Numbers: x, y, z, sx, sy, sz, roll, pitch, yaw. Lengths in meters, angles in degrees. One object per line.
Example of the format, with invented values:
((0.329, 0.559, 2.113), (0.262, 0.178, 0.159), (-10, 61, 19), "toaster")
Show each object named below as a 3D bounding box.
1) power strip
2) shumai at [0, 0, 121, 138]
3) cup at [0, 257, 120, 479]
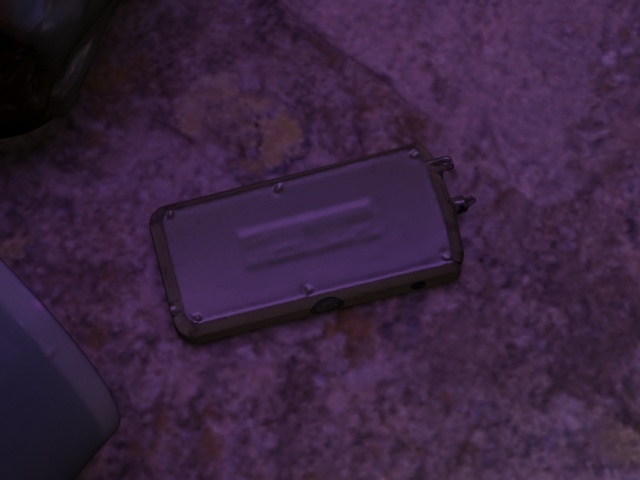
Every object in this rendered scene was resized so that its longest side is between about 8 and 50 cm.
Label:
((0.000, 0.000, 0.832), (0.168, 0.028, 0.076), (-13, 69, -6), "power strip")
((-0.195, -0.216, 0.775), (0.324, 0.397, 0.323), (11, 94, 0), "shumai")
((-0.302, 0.075, 0.689), (0.356, 0.259, 0.274), (24, 65, 40), "cup")
